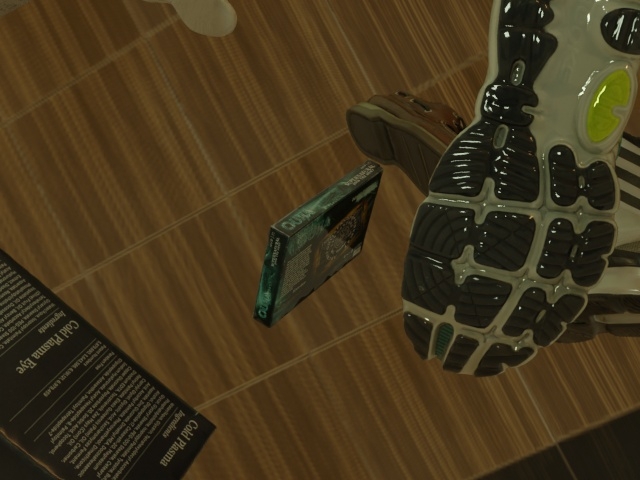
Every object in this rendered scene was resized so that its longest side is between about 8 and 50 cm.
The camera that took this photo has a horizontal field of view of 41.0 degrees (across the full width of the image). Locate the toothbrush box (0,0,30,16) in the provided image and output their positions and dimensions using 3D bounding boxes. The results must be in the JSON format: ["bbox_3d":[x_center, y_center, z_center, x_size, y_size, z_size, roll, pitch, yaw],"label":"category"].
[{"bbox_3d":[-0.392,-0.429,0.998,0.216,0.126,0.296,-6,78,41],"label":"toothbrush box"}]

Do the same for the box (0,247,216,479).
[{"bbox_3d":[-0.337,0.227,0.843,0.312,0.179,0.343,39,119,-3],"label":"box"}]

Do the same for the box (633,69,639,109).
[{"bbox_3d":[0.294,-0.191,0.634,0.201,0.021,0.165,-9,110,17],"label":"box"}]

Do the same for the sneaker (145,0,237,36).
[{"bbox_3d":[-0.200,-0.393,1.367,0.212,0.094,0.080,33,123,23],"label":"sneaker"}]

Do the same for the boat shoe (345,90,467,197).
[{"bbox_3d":[0.147,-0.138,1.137,0.104,0.307,0.111,-28,128,-14],"label":"boat shoe"}]

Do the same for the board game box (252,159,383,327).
[{"bbox_3d":[0.000,0.000,0.927,0.026,0.186,0.126,30,129,21],"label":"board game box"}]

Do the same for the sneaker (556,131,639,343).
[{"bbox_3d":[0.333,-0.009,1.137,0.169,0.447,0.258,24,75,-22],"label":"sneaker"}]

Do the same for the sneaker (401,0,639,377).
[{"bbox_3d":[0.129,-0.050,0.502,0.107,0.110,0.275,21,95,11],"label":"sneaker"}]
